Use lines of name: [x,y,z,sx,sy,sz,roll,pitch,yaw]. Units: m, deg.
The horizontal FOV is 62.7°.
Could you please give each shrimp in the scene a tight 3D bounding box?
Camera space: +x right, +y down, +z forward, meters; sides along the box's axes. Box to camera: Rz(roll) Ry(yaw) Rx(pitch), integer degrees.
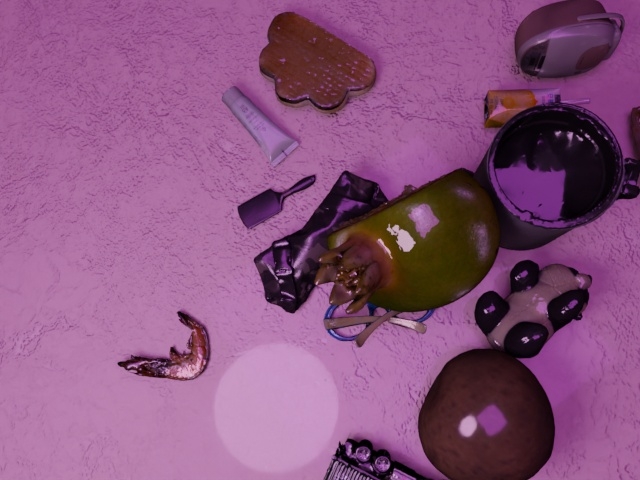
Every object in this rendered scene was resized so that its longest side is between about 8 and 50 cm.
shrimp: [-0.338,0.227,1.144,0.196,0.035,0.147,3,83,1]

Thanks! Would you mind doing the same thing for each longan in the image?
longan: [0.299,0.320,0.954,0.246,0.215,0.245,-1,70,2]

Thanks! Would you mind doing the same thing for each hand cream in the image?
hand cream: [-0.143,-0.266,1.201,0.078,0.050,0.205,-41,82,-3]

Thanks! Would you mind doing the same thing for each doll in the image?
doll: [0.412,0.130,1.011,0.234,0.135,0.143,-42,53,-3]

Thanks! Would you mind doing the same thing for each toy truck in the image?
toy truck: [0.138,0.482,1.011,0.259,0.088,0.121,23,83,12]

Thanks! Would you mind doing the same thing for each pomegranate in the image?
pomegranate: [0.149,0.033,0.913,0.359,0.310,0.216,-36,100,-41]

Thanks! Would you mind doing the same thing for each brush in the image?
brush: [-0.094,-0.094,1.178,0.194,0.016,0.062,-29,78,3]

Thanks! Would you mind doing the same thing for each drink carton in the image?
drink carton: [0.450,-0.280,1.106,0.200,0.074,0.084,1,81,7]

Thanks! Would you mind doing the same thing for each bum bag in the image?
bum bag: [0.000,0.000,1.108,0.340,0.095,0.144,-45,95,2]

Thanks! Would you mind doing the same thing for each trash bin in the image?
trash bin: [0.401,-0.104,0.986,0.278,0.262,0.217,14,83,11]

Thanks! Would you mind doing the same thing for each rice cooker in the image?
rice cooker: [0.507,-0.418,1.089,0.207,0.145,0.127,-12,69,3]

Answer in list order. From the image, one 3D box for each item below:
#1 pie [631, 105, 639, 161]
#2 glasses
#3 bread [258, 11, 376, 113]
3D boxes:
pie: [0.707,-0.160,1.055,0.129,0.068,0.282,-5,75,6]
glasses: [0.120,0.166,1.040,0.239,0.206,0.102,-14,115,7]
bread: [-0.026,-0.391,1.200,0.287,0.056,0.207,39,84,12]
